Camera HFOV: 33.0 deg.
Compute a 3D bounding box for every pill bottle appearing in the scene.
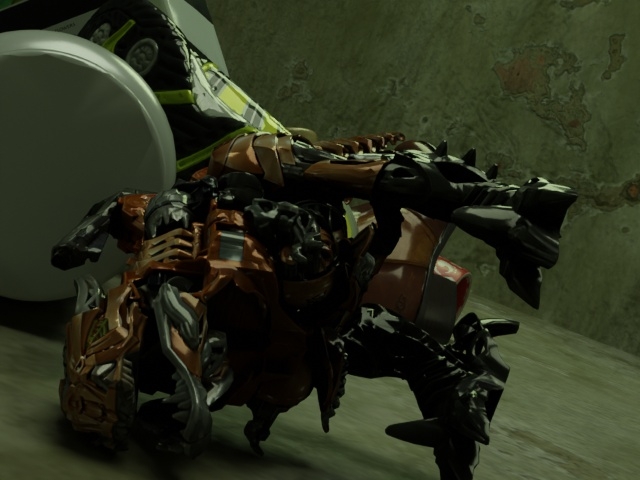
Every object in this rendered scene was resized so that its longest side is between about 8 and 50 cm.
[{"bbox_3d":[-0.177,-0.052,0.686,0.162,0.162,0.278,19,2,-16],"label":"pill bottle"}]

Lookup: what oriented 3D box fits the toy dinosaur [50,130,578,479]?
[{"bbox_3d":[0.000,0.000,0.533,0.218,0.322,0.164,18,-41,10],"label":"toy dinosaur"}]

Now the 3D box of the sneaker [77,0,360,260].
[{"bbox_3d":[-0.106,-0.076,0.950,0.385,0.145,0.147,51,12,34],"label":"sneaker"}]

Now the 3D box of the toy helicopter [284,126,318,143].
[{"bbox_3d":[-0.180,-0.114,1.460,0.354,0.140,0.235,-2,-11,-4],"label":"toy helicopter"}]

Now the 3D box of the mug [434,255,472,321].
[{"bbox_3d":[0.089,0.060,1.375,0.169,0.150,0.113,26,-32,22],"label":"mug"}]

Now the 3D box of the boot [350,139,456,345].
[{"bbox_3d":[0.001,-0.031,1.098,0.280,0.264,0.096,19,-30,-22],"label":"boot"}]

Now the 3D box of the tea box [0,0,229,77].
[{"bbox_3d":[-0.320,-0.283,1.231,0.328,0.324,0.220,-20,-4,9],"label":"tea box"}]
